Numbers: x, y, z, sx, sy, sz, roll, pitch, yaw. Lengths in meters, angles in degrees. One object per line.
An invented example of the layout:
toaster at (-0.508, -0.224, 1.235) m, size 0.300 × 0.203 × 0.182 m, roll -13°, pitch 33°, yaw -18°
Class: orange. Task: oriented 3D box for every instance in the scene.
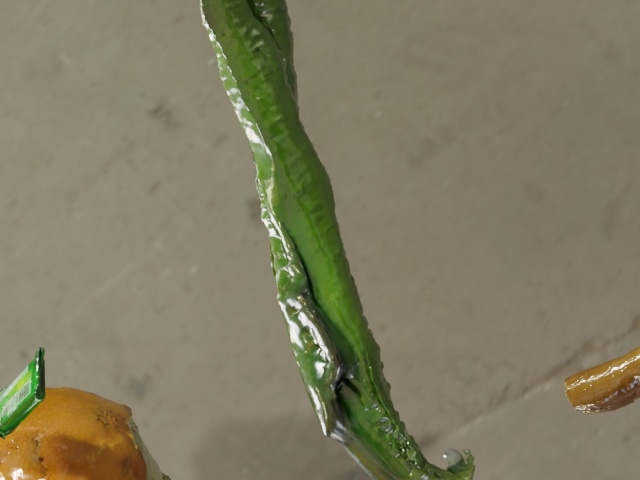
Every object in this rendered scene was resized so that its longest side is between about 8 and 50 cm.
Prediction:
orange at (-0.246, 0.248, 1.792) m, size 0.240 × 0.240 × 0.240 m, roll 10°, pitch 120°, yaw 19°

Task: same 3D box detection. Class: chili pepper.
chili pepper at (0.000, 0.001, 1.221) m, size 0.076 × 0.085 × 0.359 m, roll -16°, pitch 99°, yaw 26°

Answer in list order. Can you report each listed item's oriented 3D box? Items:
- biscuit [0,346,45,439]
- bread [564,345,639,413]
biscuit at (-0.247, 0.129, 1.640) m, size 0.016 × 0.046 × 0.089 m, roll 17°, pitch 140°, yaw -29°
bread at (0.230, 0.104, 1.510) m, size 0.083 × 0.047 × 0.036 m, roll -28°, pitch 63°, yaw 28°
